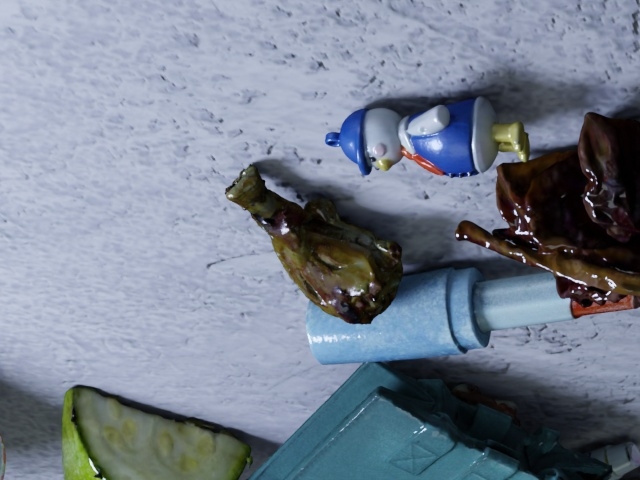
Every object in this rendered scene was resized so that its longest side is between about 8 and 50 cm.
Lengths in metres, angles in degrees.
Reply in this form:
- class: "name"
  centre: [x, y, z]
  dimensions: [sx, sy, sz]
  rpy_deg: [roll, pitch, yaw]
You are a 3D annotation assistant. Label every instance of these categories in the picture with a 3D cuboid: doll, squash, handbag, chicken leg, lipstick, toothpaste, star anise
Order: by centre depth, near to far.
- class: "doll"
  centre: [0.073, -0.071, 1.356]
  dimensions: [0.143, 0.057, 0.099]
  rpy_deg: [1, 163, 13]
- class: "star anise"
  centre: [0.234, -0.007, 1.381]
  dimensions: [0.190, 0.126, 0.220]
  rpy_deg: [18, 142, -28]
- class: "chicken leg"
  centre: [0.000, 0.000, 1.473]
  dimensions: [0.093, 0.070, 0.178]
  rpy_deg: [-25, 129, 37]
- class: "lipstick"
  centre: [0.124, 0.053, 1.532]
  dimensions: [0.274, 0.068, 0.061]
  rpy_deg: [-9, 149, 22]
- class: "handbag"
  centre: [0.089, 0.233, 1.770]
  dimensions: [0.269, 0.100, 0.274]
  rpy_deg: [25, 130, -17]
- class: "toothpaste"
  centre: [0.206, 0.235, 1.842]
  dimensions: [0.218, 0.052, 0.033]
  rpy_deg: [-27, 148, 35]
- class: "squash"
  centre: [-0.204, 0.262, 1.865]
  dimensions: [0.203, 0.111, 0.288]
  rpy_deg: [20, 146, -22]

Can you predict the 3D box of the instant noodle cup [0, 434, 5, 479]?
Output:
- class: "instant noodle cup"
  centre: [-0.397, 0.197, 1.715]
  dimensions: [0.205, 0.205, 0.153]
  rpy_deg: [-17, 133, 29]
